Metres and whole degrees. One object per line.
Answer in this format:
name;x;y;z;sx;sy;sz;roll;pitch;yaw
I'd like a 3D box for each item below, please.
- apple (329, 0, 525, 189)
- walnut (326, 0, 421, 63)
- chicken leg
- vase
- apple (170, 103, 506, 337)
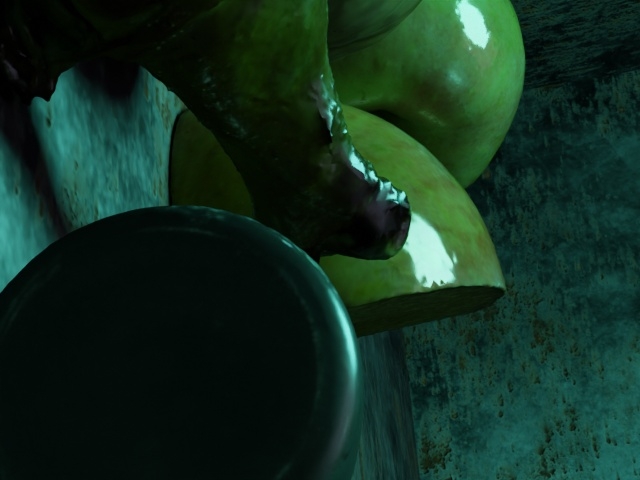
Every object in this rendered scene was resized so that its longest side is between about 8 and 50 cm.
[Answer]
apple;0.055;-0.202;1.289;0.319;0.319;0.277;73;13;-46
walnut;-0.043;-0.274;0.849;0.277;0.252;0.313;13;65;-68
chicken leg;-0.072;-0.117;0.661;0.140;0.211;0.361;37;-34;62
vase;-0.053;0.128;0.641;0.321;0.173;0.173;76;7;-62
apple;0.000;0.000;1.061;0.252;0.314;0.309;-56;166;-5
